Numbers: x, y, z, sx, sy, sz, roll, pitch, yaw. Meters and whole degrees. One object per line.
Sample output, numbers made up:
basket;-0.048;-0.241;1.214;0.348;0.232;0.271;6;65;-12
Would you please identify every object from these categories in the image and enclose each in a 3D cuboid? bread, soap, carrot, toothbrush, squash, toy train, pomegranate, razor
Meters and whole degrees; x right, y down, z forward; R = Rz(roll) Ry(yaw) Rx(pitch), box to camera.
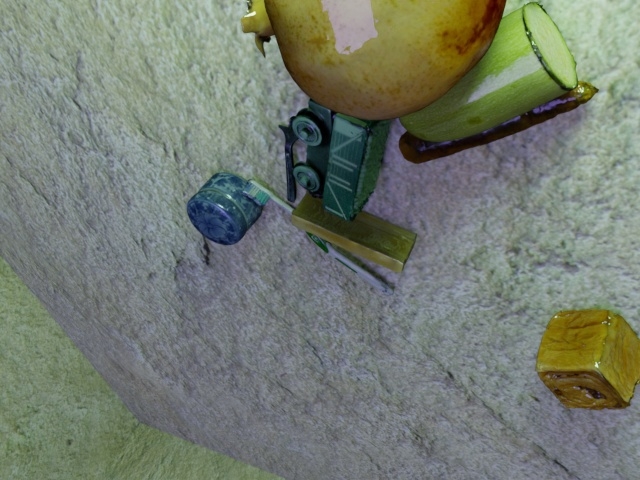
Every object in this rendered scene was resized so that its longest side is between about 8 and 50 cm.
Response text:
bread;0.511;0.227;1.082;0.149;0.143;0.158;-8;127;49
soap;0.067;-0.024;1.167;0.251;0.092;0.037;24;140;11
carrot;0.263;-0.185;0.884;0.314;0.066;0.066;-14;123;40
toothbrush;0.003;-0.004;1.287;0.417;0.040;0.042;35;158;-9
squash;0.214;-0.214;0.808;0.247;0.133;0.132;-23;116;43
toy train;0.029;-0.158;1.031;0.154;0.115;0.270;28;142;16
pomegranate;0.059;-0.299;0.694;0.318;0.319;0.319;20;140;17
razor;-0.062;-0.147;1.174;0.066;0.033;0.190;22;142;15

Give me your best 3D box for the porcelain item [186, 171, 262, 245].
porcelain item;-0.220;-0.069;1.306;0.147;0.114;0.147;20;140;18
